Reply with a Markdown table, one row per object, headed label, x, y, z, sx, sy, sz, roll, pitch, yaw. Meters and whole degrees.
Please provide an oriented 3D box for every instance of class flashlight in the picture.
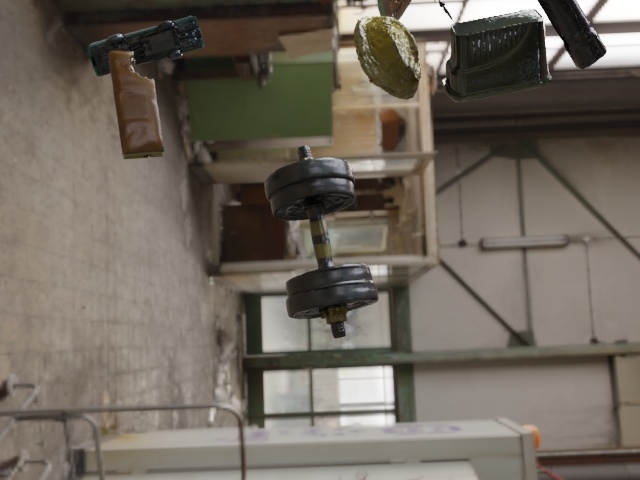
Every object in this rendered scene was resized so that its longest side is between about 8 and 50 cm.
| label | x | y | z | sx | sy | sz | roll | pitch | yaw |
| --- | --- | --- | --- | --- | --- | --- | --- | --- | --- |
| flashlight | 0.540 | -0.583 | 1.807 | 0.424 | 0.103 | 0.103 | 49 | 15 | -20 |

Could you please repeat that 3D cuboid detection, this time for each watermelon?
| label | x | y | z | sx | sy | sz | roll | pitch | yaw |
| --- | --- | --- | --- | --- | --- | --- | --- | --- | --- |
| watermelon | 0.216 | -0.703 | 2.312 | 0.080 | 0.101 | 0.155 | 126 | -12 | -77 |

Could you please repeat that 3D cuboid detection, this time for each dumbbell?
| label | x | y | z | sx | sy | sz | roll | pitch | yaw |
| --- | --- | --- | --- | --- | --- | --- | --- | --- | --- |
| dumbbell | 0.000 | 0.000 | 1.521 | 0.185 | 0.185 | 0.388 | 86 | -6 | -77 |

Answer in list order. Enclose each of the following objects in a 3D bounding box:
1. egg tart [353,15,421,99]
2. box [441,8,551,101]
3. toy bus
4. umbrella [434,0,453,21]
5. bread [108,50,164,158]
| label | x | y | z | sx | sy | sz | roll | pitch | yaw |
| --- | --- | --- | --- | --- | --- | --- | --- | --- | --- |
| egg tart | 0.183 | -0.468 | 1.927 | 0.232 | 0.098 | 0.252 | 41 | 44 | -22 |
| box | 0.446 | -0.477 | 1.992 | 0.138 | 0.274 | 0.178 | -99 | 178 | -57 |
| toy bus | -0.407 | -0.456 | 1.818 | 0.109 | 0.261 | 0.091 | -121 | -163 | -68 |
| umbrella | 0.378 | -0.701 | 2.345 | 0.149 | 0.022 | 0.022 | 20 | 95 | -56 |
| bread | -0.377 | -0.278 | 1.584 | 0.049 | 0.088 | 0.226 | 130 | -48 | -72 |
